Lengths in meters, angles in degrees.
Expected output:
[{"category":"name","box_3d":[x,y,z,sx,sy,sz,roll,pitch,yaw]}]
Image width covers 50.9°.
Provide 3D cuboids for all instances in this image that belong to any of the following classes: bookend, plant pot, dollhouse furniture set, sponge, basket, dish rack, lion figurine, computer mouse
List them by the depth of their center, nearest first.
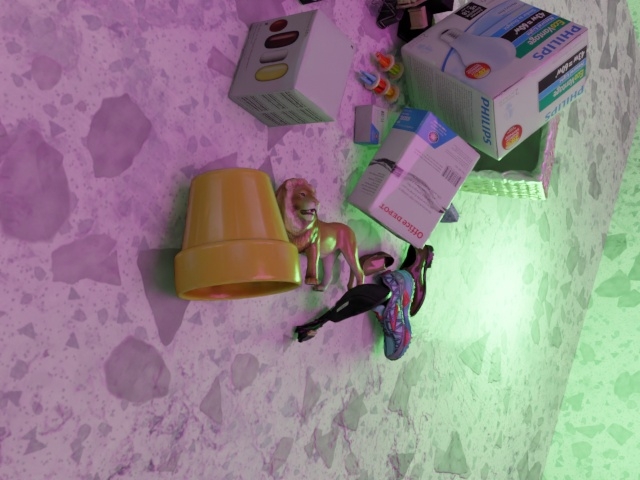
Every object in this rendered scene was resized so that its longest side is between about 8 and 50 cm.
[{"category":"plant pot","box_3d":[-0.173,-0.012,1.370,0.254,0.254,0.239,8,72,-50]},{"category":"computer mouse","box_3d":[0.040,0.170,1.638,0.184,0.262,0.060,-29,90,-40]},{"category":"lion figurine","box_3d":[0.000,0.000,1.665,0.392,0.142,0.240,23,67,-63]},{"category":"dollhouse furniture set","box_3d":[0.287,-0.657,1.794,0.101,0.161,0.182,-41,127,-44]},{"category":"dish rack","box_3d":[0.159,-0.739,1.820,0.271,0.074,0.208,37,64,-43]},{"category":"bookend","box_3d":[0.314,-0.662,1.939,0.072,0.157,0.156,16,80,-49]},{"category":"sponge","box_3d":[0.329,-0.131,2.029,0.210,0.117,0.031,54,52,-37]},{"category":"basket","box_3d":[0.565,-0.314,2.113,0.266,0.331,0.328,32,68,-65]}]

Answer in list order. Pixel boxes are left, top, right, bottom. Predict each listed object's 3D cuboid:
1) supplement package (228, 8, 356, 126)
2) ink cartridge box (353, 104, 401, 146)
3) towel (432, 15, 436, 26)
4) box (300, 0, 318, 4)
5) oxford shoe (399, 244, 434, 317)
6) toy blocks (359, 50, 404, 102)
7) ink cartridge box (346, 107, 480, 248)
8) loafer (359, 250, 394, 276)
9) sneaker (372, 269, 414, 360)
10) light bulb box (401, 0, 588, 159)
[{"category":"supplement package","box_3d":[-0.061,-0.374,1.485,0.149,0.203,0.194,29,71,-47]},{"category":"ink cartridge box","box_3d":[0.173,-0.309,1.873,0.181,0.061,0.104,4,90,-49]},{"category":"towel","box_3d":[0.323,-0.601,2.031,0.110,0.027,0.148,32,70,-71]},{"category":"box","box_3d":[0.010,-0.713,1.588,0.163,0.142,0.247,41,63,-43]},{"category":"oxford shoe","box_3d":[0.270,0.116,2.026,0.096,0.083,0.227,13,83,-30]},{"category":"toy blocks","box_3d":[0.165,-0.465,1.858,0.148,0.054,0.123,19,80,-48]},{"category":"ink cartridge box","box_3d":[0.251,-0.168,1.822,0.223,0.129,0.307,33,89,-31]},{"category":"loafer","box_3d":[0.156,0.063,1.892,0.148,0.050,0.056,-25,112,-46]},{"category":"sneaker","box_3d":[0.189,0.213,1.931,0.125,0.104,0.262,6,84,-32]},{"category":"light bulb box","box_3d":[0.483,-0.474,1.882,0.358,0.361,0.225,-37,140,-13]}]
